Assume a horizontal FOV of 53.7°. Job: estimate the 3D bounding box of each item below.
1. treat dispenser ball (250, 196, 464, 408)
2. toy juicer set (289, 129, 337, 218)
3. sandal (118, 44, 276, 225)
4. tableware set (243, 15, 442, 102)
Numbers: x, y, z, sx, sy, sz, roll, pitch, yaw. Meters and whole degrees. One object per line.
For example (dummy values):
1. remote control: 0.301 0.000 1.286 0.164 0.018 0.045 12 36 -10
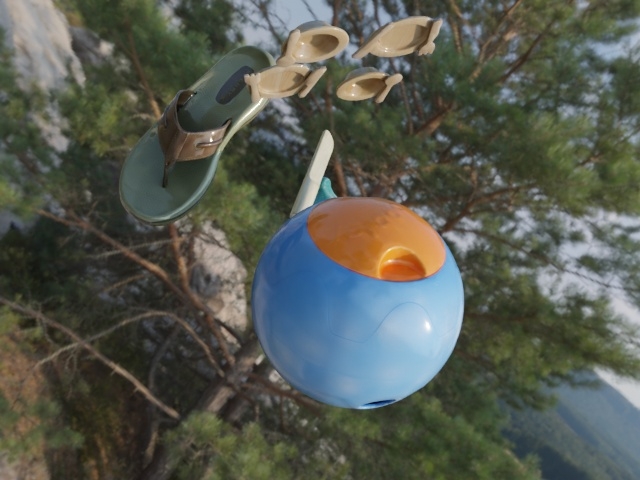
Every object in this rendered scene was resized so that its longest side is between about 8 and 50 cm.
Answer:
1. treat dispenser ball: 0.049 0.082 0.865 0.288 0.288 0.288 42 4 -3
2. toy juicer set: 0.000 0.000 1.117 0.089 0.209 0.329 -3 -57 34
3. sandal: -0.171 -0.158 0.854 0.120 0.303 0.086 31 -13 8
4. tableware set: 0.018 -0.155 0.558 0.141 0.168 0.020 142 -60 -68
